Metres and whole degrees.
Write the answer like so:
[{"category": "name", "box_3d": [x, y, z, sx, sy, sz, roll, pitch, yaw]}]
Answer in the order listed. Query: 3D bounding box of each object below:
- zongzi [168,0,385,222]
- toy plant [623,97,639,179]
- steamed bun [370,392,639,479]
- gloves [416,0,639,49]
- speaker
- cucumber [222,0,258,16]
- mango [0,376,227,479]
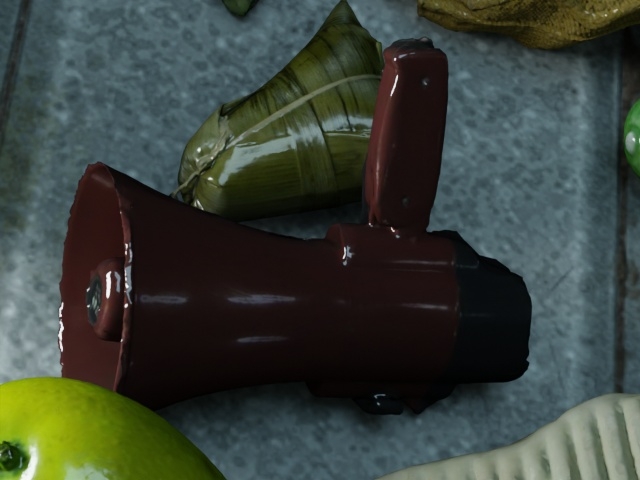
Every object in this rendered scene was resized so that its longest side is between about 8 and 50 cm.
[{"category": "zongzi", "box_3d": [-0.037, -0.108, 1.399, 0.205, 0.094, 0.204, -11, 55, -15]}, {"category": "toy plant", "box_3d": [0.365, -0.078, 1.435, 0.218, 0.175, 0.235, 39, 89, 17]}, {"category": "steamed bun", "box_3d": [0.195, 0.284, 1.134, 0.367, 0.255, 0.342, -24, 39, 7]}, {"category": "gloves", "box_3d": [0.224, -0.260, 1.475, 0.356, 0.155, 0.203, -3, 72, -6]}, {"category": "speaker", "box_3d": [-0.017, 0.003, 1.285, 0.329, 0.198, 0.259, -4, 84, -21]}, {"category": "cucumber", "box_3d": [-0.023, -0.263, 1.498, 0.058, 0.058, 0.187, 38, 61, 9]}, {"category": "mango", "box_3d": [-0.123, 0.194, 1.124, 0.273, 0.185, 0.149, 46, 51, -17]}]
